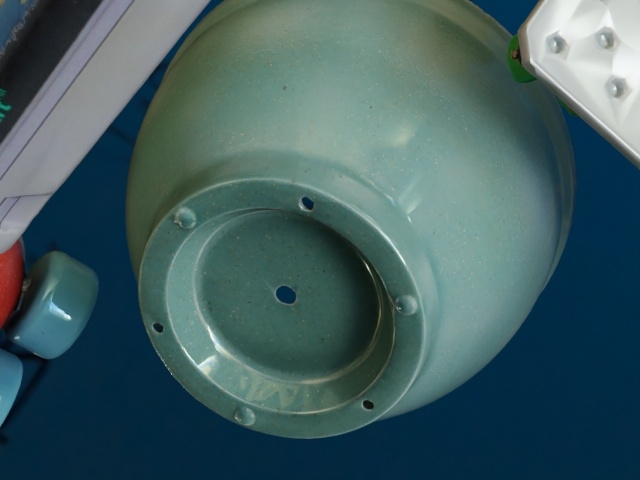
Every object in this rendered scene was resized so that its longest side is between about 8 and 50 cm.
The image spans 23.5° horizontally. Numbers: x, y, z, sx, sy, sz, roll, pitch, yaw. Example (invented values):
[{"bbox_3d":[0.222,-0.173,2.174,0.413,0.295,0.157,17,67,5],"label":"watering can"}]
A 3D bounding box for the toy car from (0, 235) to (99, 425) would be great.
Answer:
[{"bbox_3d":[-0.289,0.089,0.999,0.210,0.219,0.238,-46,-154,30],"label":"toy car"}]

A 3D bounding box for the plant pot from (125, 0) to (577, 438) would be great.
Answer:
[{"bbox_3d":[0.000,0.000,0.953,0.293,0.293,0.196,-36,-167,30],"label":"plant pot"}]

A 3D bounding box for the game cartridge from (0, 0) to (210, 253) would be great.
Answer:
[{"bbox_3d":[-0.096,-0.149,0.563,0.355,0.068,0.230,-43,-139,44],"label":"game cartridge"}]

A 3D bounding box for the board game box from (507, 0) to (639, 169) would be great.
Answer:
[{"bbox_3d":[0.348,-0.130,0.918,0.390,0.390,0.050,-54,-168,-16],"label":"board game box"}]
